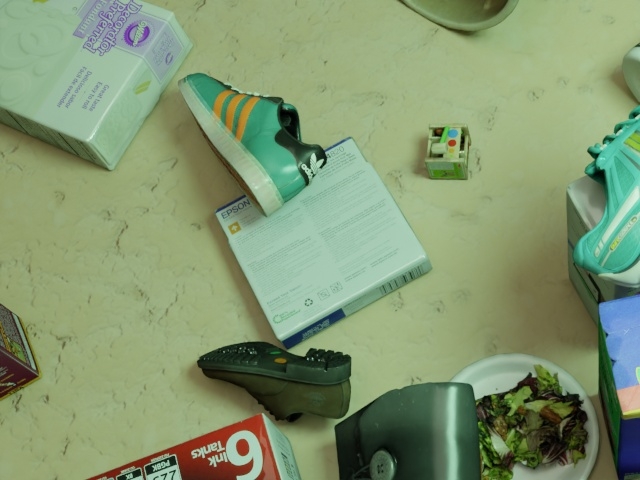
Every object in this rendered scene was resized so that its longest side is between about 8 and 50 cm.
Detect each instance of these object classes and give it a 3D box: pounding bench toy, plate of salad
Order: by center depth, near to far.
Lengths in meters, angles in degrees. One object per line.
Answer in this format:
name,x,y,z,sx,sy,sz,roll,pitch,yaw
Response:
plate of salad,0.225,0.224,1.316,0.200,0.048,0.200,-6,63,12
pounding bench toy,0.167,-0.128,1.476,0.052,0.083,0.065,2,67,16

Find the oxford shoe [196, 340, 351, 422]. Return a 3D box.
oxford shoe,-0.063,0.181,1.391,0.227,0.083,0.096,7,109,37

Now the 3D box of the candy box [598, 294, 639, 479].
candy box,0.426,0.138,1.150,0.268,0.317,0.122,-13,63,9

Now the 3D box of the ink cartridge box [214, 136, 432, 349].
ink cartridge box,0.000,0.000,1.481,0.223,0.045,0.224,-29,59,0

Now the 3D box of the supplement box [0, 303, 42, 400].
supplement box,-0.452,0.128,1.458,0.081,0.188,0.104,-30,62,0

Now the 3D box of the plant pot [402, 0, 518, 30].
plant pot,0.235,-0.513,1.531,0.334,0.334,0.305,37,68,26

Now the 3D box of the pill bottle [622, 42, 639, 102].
pill bottle,0.501,-0.251,1.428,0.208,0.119,0.119,-38,62,-5

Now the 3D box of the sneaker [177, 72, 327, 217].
sneaker,-0.092,-0.152,1.530,0.121,0.108,0.302,-33,48,-6

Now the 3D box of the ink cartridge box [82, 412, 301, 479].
ink cartridge box,-0.156,0.388,1.292,0.309,0.130,0.272,-22,63,4

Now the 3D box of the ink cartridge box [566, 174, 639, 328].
ink cartridge box,0.390,-0.003,1.251,0.201,0.278,0.117,-25,65,2

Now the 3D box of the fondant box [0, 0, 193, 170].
fondant box,-0.395,-0.274,1.687,0.330,0.096,0.238,23,73,22

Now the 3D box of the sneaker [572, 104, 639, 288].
sneaker,0.317,-0.088,1.097,0.110,0.107,0.275,8,69,27

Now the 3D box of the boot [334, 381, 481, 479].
boot,0.154,0.358,1.142,0.367,0.146,0.445,-26,53,43
